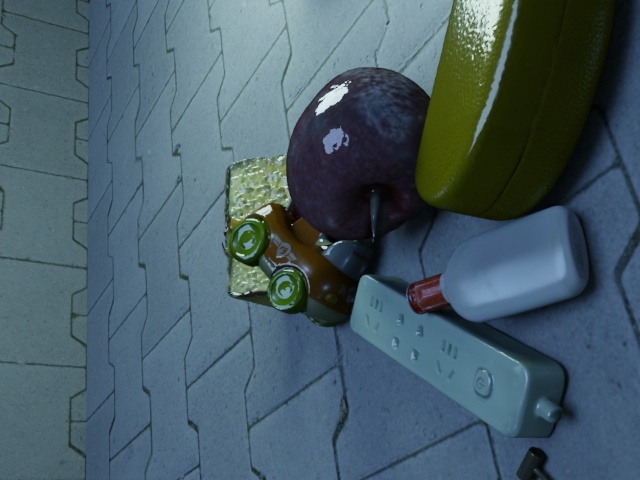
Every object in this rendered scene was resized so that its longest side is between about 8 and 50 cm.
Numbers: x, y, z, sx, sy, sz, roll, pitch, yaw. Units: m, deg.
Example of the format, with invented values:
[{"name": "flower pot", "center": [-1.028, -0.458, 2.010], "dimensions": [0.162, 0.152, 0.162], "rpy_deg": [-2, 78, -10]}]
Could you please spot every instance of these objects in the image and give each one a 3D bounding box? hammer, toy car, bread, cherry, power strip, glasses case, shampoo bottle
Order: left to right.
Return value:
[{"name": "bread", "center": [-0.085, -0.016, 1.399], "dimensions": [0.142, 0.178, 0.266], "rpy_deg": [89, -179, -68]}, {"name": "toy car", "center": [0.000, 0.000, 1.212], "dimensions": [0.235, 0.145, 0.235], "rpy_deg": [-10, 69, 29]}, {"name": "cherry", "center": [0.060, -0.116, 1.062], "dimensions": [0.236, 0.213, 0.286], "rpy_deg": [-24, 45, 28]}, {"name": "power strip", "center": [0.157, 0.135, 0.975], "dimensions": [0.385, 0.062, 0.091], "rpy_deg": [28, 108, 59]}, {"name": "shampoo bottle", "center": [0.195, 0.039, 0.898], "dimensions": [0.220, 0.051, 0.108], "rpy_deg": [-23, 57, 40]}, {"name": "glasses case", "center": [0.226, -0.205, 0.876], "dimensions": [0.173, 0.141, 0.371], "rpy_deg": [-151, 73, -73]}, {"name": "hammer", "center": [0.252, 0.267, 0.824], "dimensions": [0.110, 0.019, 0.036], "rpy_deg": [45, 121, 49]}]
